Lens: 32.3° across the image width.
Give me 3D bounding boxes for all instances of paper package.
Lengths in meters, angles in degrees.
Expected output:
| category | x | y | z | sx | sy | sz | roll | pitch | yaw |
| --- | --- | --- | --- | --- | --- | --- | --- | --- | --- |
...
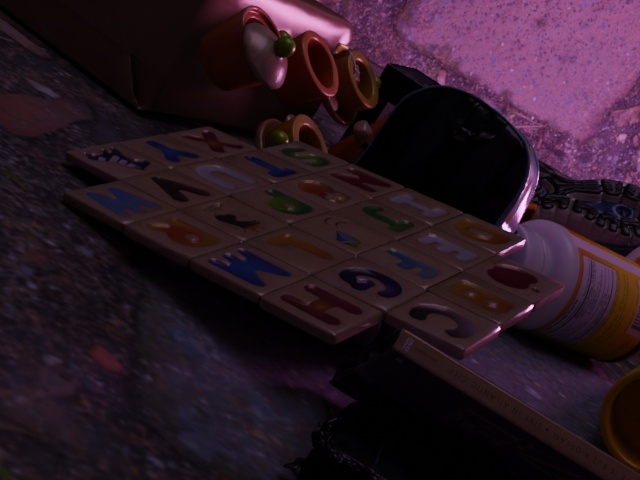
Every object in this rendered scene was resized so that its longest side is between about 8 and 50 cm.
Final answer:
| category | x | y | z | sx | sy | sz | roll | pitch | yaw |
| --- | --- | --- | --- | --- | --- | --- | --- | --- | --- |
| paper package | -0.172 | -0.268 | 1.242 | 0.309 | 0.168 | 0.325 | 36 | 15 | 21 |

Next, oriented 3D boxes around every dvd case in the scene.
| category | x | y | z | sx | sy | sz | roll | pitch | yaw |
| --- | --- | --- | --- | --- | --- | --- | --- | --- | --- |
| dvd case | 0.116 | 0.126 | 0.636 | 0.221 | 0.018 | 0.164 | 31 | -17 | -3 |

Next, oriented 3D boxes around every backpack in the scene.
| category | x | y | z | sx | sy | sz | roll | pitch | yaw |
| --- | --- | --- | --- | --- | --- | --- | --- | --- | --- |
| backpack | 0.115 | -0.047 | 1.048 | 0.166 | 0.188 | 0.144 | 37 | 15 | 22 |

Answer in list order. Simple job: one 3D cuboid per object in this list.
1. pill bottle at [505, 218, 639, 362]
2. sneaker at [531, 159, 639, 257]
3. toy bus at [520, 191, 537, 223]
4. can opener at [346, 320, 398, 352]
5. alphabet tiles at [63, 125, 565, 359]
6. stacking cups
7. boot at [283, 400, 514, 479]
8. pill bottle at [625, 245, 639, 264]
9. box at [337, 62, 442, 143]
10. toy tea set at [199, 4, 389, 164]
| category | x | y | z | sx | sy | sz | roll | pitch | yaw |
| --- | --- | --- | --- | --- | --- | --- | --- | --- | --- |
| pill bottle | 0.255 | 0.050 | 1.160 | 0.215 | 0.117 | 0.117 | 22 | 17 | -36 |
| sneaker | 0.303 | -0.025 | 1.553 | 0.330 | 0.147 | 0.129 | 19 | 50 | 11 |
| toy bus | 0.226 | -0.024 | 1.381 | 0.202 | 0.104 | 0.191 | 25 | 16 | -25 |
| can opener | 0.000 | 0.000 | 0.873 | 0.095 | 0.076 | 0.283 | 25 | 14 | -31 |
| alphabet tiles | -0.006 | -0.014 | 0.808 | 0.343 | 0.011 | 0.285 | 26 | 24 | 27 |
| stacking cups | 0.338 | 0.147 | 1.048 | 0.096 | 0.096 | 0.316 | 37 | 15 | 18 |
| boot | 0.046 | 0.130 | 0.586 | 0.121 | 0.045 | 0.099 | 28 | 12 | 8 |
| pill bottle | 0.477 | 0.110 | 1.421 | 0.221 | 0.121 | 0.121 | 40 | 16 | 30 |
| box | 0.108 | -0.132 | 1.398 | 0.108 | 0.153 | 0.207 | 34 | 15 | 8 |
| toy tea set | 0.020 | -0.139 | 1.128 | 0.336 | 0.124 | 0.200 | 3 | 73 | -62 |
